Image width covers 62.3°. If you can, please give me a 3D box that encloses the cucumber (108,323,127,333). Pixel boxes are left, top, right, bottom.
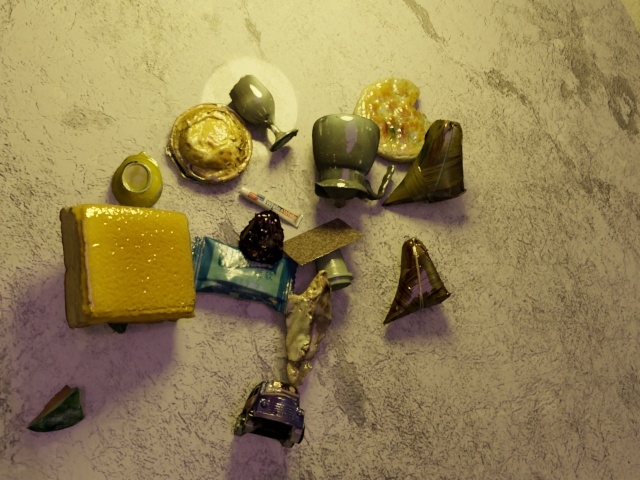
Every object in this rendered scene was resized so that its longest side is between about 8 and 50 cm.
[{"bbox_3d":[-0.587,0.130,1.488,0.077,0.077,0.265,-6,78,-18],"label":"cucumber"}]

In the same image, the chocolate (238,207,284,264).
[{"bbox_3d":[-0.168,-0.029,1.597,0.156,0.133,0.156,12,43,-11],"label":"chocolate"}]

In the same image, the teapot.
[{"bbox_3d":[0.092,-0.237,1.749,0.223,0.305,0.285,2,81,28],"label":"teapot"}]

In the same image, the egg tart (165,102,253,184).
[{"bbox_3d":[-0.344,-0.313,1.655,0.291,0.107,0.290,4,75,-16],"label":"egg tart"}]

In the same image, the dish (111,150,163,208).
[{"bbox_3d":[-0.545,-0.182,1.577,0.149,0.080,0.207,6,77,-16],"label":"dish"}]

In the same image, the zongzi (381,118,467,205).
[{"bbox_3d":[0.340,-0.253,1.802,0.300,0.138,0.286,-12,113,-6],"label":"zongzi"}]

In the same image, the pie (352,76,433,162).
[{"bbox_3d":[0.270,-0.423,1.885,0.338,0.075,0.337,4,77,-17],"label":"pie"}]

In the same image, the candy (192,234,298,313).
[{"bbox_3d":[-0.236,0.105,1.605,0.331,0.077,0.187,15,66,-15],"label":"candy"}]

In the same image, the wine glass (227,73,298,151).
[{"bbox_3d":[-0.188,-0.414,1.719,0.126,0.126,0.241,-37,88,-21],"label":"wine glass"}]

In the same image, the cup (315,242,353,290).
[{"bbox_3d":[0.032,0.084,1.672,0.120,0.120,0.141,-10,71,-19],"label":"cup"}]

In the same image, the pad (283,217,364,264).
[{"bbox_3d":[0.000,0.000,1.675,0.235,0.158,0.003,-24,125,-21],"label":"pad"}]

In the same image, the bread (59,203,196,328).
[{"bbox_3d":[-0.514,0.066,1.432,0.333,0.143,0.323,5,73,-43],"label":"bread"}]

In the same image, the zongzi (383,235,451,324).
[{"bbox_3d":[0.271,0.123,1.741,0.241,0.111,0.247,-20,78,-14],"label":"zongzi"}]

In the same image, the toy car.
[{"bbox_3d":[-0.131,0.473,1.467,0.172,0.235,0.158,18,60,-13],"label":"toy car"}]

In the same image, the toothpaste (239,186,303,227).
[{"bbox_3d":[-0.159,-0.113,1.705,0.218,0.033,0.052,28,74,-14],"label":"toothpaste"}]

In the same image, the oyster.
[{"bbox_3d":[-0.046,0.256,1.581,0.110,0.166,0.341,6,93,27],"label":"oyster"}]

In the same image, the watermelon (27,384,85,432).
[{"bbox_3d":[-0.690,0.457,1.395,0.155,0.080,0.101,-39,125,-24],"label":"watermelon"}]
